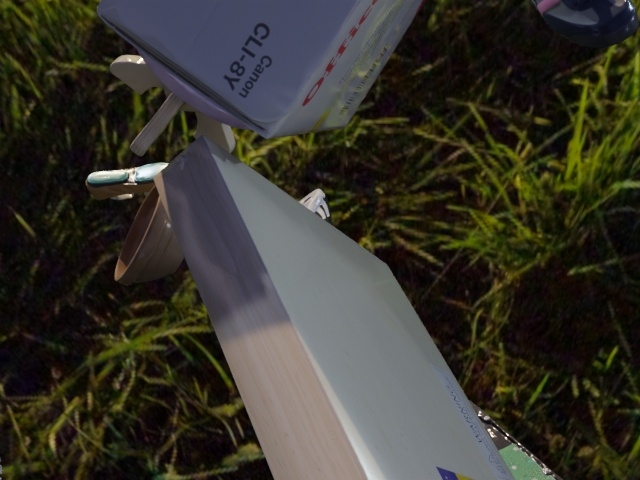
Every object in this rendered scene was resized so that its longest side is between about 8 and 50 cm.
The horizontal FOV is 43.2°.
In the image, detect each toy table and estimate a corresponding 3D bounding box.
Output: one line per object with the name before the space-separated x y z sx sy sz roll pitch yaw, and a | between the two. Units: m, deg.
toy table | -0.222 -0.258 1.377 0.274 0.161 0.252 47 46 -3

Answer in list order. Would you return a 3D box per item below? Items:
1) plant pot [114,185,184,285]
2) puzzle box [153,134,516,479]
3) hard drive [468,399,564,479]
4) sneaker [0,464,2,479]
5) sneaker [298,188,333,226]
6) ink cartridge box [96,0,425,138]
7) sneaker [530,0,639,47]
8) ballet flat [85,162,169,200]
plant pot | -0.355 0.000 1.780 0.110 0.237 0.237 25 59 -22
puzzle box | 0.050 0.133 0.528 0.052 0.272 0.409 -38 53 13
hard drive | 0.264 0.429 1.412 0.237 0.064 0.339 -22 27 -18
sneaker | -0.473 0.353 1.097 0.071 0.083 0.190 -5 80 -16
sneaker | 0.000 0.000 1.358 0.079 0.121 0.217 -36 15 19
ink cartridge box | 0.006 -0.249 0.707 0.160 0.384 0.279 34 102 2
sneaker | 0.367 -0.421 1.253 0.112 0.131 0.319 -35 50 4
ballet flat | -0.441 -0.137 1.930 0.232 0.073 0.080 -4 42 10
